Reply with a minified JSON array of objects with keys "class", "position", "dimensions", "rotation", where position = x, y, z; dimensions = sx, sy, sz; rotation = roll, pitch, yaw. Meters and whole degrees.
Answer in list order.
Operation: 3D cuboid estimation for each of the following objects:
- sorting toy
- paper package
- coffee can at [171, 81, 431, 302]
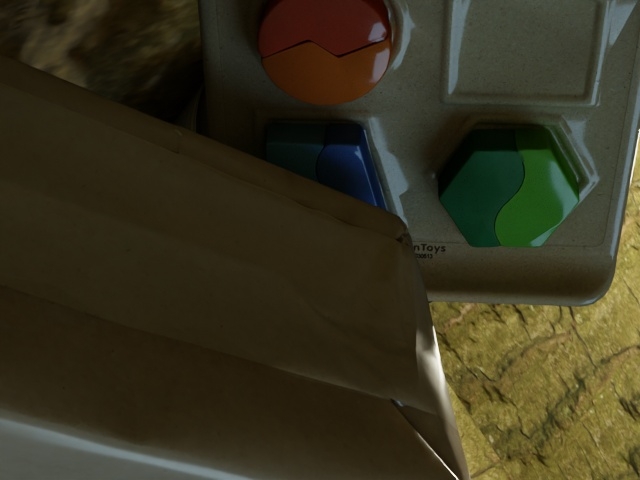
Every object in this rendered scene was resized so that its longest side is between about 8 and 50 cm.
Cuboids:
[{"class":"sorting toy","position":[0.096,-0.062,0.574],"dimensions":[0.307,0.229,0.041],"rotation":[2,-146,4]},{"class":"paper package","position":[-0.148,0.090,0.564],"dimensions":[0.309,0.168,0.325],"rotation":[20,136,-31]},{"class":"coffee can","position":[-0.046,0.011,0.820],"dimensions":[0.201,0.201,0.275],"rotation":[-25,168,-43]}]
